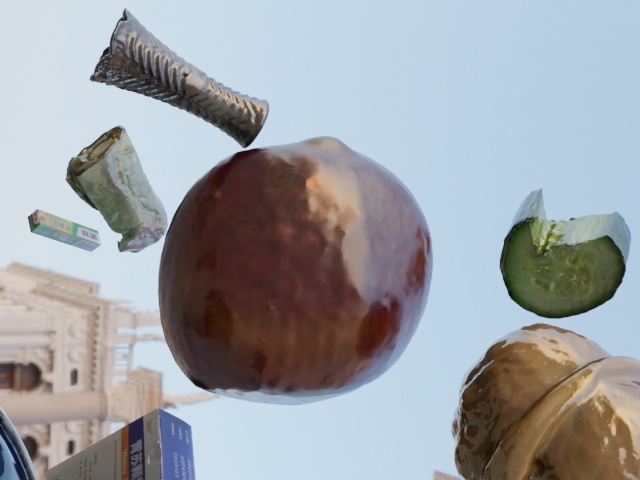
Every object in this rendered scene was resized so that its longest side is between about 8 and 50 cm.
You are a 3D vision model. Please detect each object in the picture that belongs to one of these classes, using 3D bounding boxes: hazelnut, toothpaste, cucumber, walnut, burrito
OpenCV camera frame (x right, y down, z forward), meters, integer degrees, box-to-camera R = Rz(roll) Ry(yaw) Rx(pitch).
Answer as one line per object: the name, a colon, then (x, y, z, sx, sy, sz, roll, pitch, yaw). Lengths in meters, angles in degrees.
hazelnut: (-0.032, 0.048, 1.178, 0.352, 0.421, 0.421, -108, -144, -55)
toothpaste: (-0.576, -0.021, 1.803, 0.037, 0.178, 0.043, -36, -122, 19)
cucumber: (0.382, 0.026, 1.256, 0.191, 0.130, 0.191, 16, -48, 18)
walnut: (0.309, 0.253, 1.026, 0.296, 0.285, 0.285, 45, -55, 37)
burrito: (-0.363, -0.085, 1.488, 0.089, 0.144, 0.229, 15, -36, 43)

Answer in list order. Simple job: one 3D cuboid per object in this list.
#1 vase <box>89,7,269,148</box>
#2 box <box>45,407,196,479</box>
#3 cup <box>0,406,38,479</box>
vase: (-0.190, -0.216, 1.121, 0.115, 0.237, 0.115, -50, -157, 31)
box: (-0.377, 0.474, 1.487, 0.299, 0.106, 0.200, -32, -136, 18)
cup: (-0.464, 0.316, 0.759, 0.331, 0.311, 0.256, -163, -129, -84)
